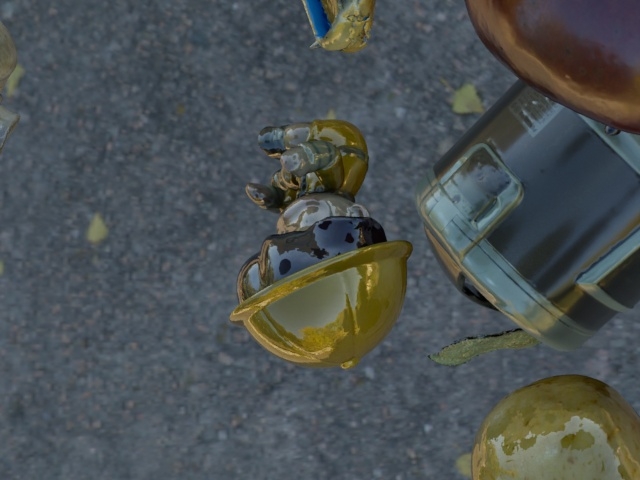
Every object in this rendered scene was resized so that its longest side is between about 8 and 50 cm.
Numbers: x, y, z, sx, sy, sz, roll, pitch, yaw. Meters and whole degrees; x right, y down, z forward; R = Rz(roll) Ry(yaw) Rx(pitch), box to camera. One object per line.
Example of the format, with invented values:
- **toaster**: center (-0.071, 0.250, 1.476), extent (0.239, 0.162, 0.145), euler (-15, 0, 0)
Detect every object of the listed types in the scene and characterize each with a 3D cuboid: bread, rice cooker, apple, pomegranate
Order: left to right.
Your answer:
- **bread**: center (0.017, -0.211, 0.981), extent (0.072, 0.053, 0.106), euler (114, 148, -42)
- **rice cooker**: center (0.306, -0.039, 1.519), extent (0.325, 0.335, 0.335), euler (-45, 64, 15)
- **pomegranate**: center (0.217, 0.216, 1.017), extent (0.196, 0.196, 0.196), euler (-3, 84, 32)
- **apple**: center (0.187, -0.164, 0.624), extent (0.234, 0.234, 0.234), euler (-3, 84, 32)

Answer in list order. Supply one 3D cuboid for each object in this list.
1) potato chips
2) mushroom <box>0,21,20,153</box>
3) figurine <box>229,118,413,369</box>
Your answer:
- **potato chips**: center (0.272, 0.160, 1.825), extent (0.209, 0.142, 0.026), euler (-20, 69, 7)
- **mushroom**: center (-0.314, -0.113, 0.954), extent (0.127, 0.166, 0.166), euler (41, 113, -18)
- **figurine**: center (0.005, 0.001, 1.143), extent (0.192, 0.167, 0.257), euler (119, 159, -61)
